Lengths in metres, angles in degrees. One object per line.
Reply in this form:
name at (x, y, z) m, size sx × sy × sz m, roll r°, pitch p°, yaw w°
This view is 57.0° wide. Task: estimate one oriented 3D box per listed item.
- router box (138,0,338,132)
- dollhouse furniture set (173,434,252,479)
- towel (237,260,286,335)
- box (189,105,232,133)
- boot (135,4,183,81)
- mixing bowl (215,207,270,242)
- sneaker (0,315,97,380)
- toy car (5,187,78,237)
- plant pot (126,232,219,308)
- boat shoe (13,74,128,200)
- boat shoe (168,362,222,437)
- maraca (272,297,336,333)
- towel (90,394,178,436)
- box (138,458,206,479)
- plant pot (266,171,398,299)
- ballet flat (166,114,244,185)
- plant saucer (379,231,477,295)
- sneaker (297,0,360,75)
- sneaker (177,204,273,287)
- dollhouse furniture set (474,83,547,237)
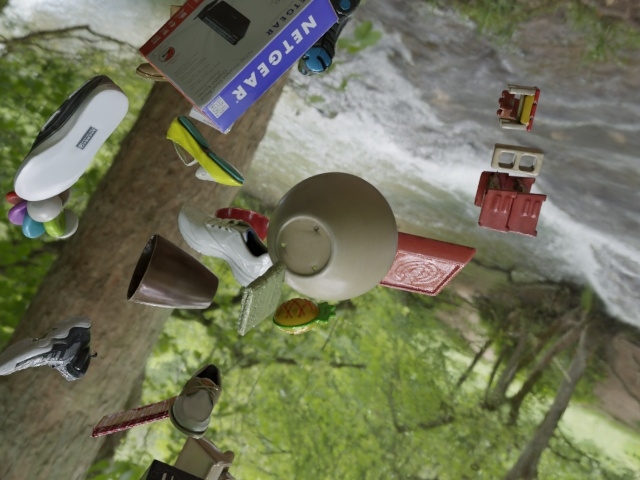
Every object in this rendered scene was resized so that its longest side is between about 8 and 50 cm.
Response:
router box at (-0.179, -0.431, 1.233) m, size 0.301 × 0.335 × 0.082 m, roll 44°, pitch 179°, yaw 35°
dollhouse furniture set at (-0.318, 0.824, 2.012) m, size 0.362 × 0.257 × 0.394 m, roll 27°, pitch 179°, yaw 42°
towel at (-0.113, 0.110, 1.118) m, size 0.027 × 0.110 × 0.148 m, roll 36°, pitch 138°, yaw 18°
box at (-0.301, -0.431, 1.789) m, size 0.130 × 0.171 × 0.091 m, roll 27°, pitch 174°, yaw -16°
boot at (-0.548, -0.725, 2.163) m, size 0.235 × 0.270 × 0.089 m, roll 1°, pitch -150°, yaw -22°
mixing bowl at (-0.238, -0.019, 1.771) m, size 0.181 × 0.098 × 0.181 m, roll 8°, pitch 160°, yaw 3°
sneaker at (-0.710, 0.317, 1.557) m, size 0.101 × 0.268 × 0.153 m, roll 0°, pitch 111°, yaw 38°
toy car at (-0.664, -0.084, 1.383) m, size 0.159 × 0.136 × 0.182 m, roll 95°, pitch 155°, yaw -70°
plant pot at (-0.437, 0.121, 1.799) m, size 0.230 × 0.216 × 0.215 m, roll 25°, pitch 170°, yaw -24°
boat shoe at (-0.524, -0.216, 1.215) m, size 0.102 × 0.301 × 0.108 m, roll 46°, pitch -172°, yaw 35°
boat shoe at (-0.328, 0.418, 1.585) m, size 0.113 × 0.103 × 0.302 m, roll 28°, pitch -175°, yaw -11°
maraca at (-0.047, 0.215, 1.705) m, size 0.185 × 0.099 × 0.127 m, roll -8°, pitch -153°, yaw 3°
towel at (-0.610, 0.582, 1.975) m, size 0.274 × 0.031 × 0.199 m, roll -13°, pitch 180°, yaw -8°
box at (-0.352, 0.647, 1.270) m, size 0.165 × 0.143 × 0.270 m, roll 29°, pitch -151°, yaw -13°
plant pot at (0.000, 0.000, 1.224) m, size 0.284 × 0.284 × 0.191 m, roll 24°, pitch -166°, yaw 17°
ballet flat at (-0.271, -0.188, 1.356) m, size 0.231 × 0.077 × 0.077 m, roll 46°, pitch -168°, yaw 11°
plant saucer at (0.280, 0.081, 1.705) m, size 0.258 × 0.048 × 0.258 m, roll 11°, pitch 147°, yaw -11°
sneaker at (0.013, -0.652, 1.759) m, size 0.125 × 0.341 × 0.139 m, roll 26°, pitch 176°, yaw -18°
sneaker at (-0.217, -0.008, 1.425) m, size 0.297 × 0.111 × 0.129 m, roll 33°, pitch 131°, yaw 12°
dollhouse furniture set at (0.519, -0.218, 1.544) m, size 0.152 × 0.375 × 0.201 m, roll 10°, pitch -156°, yaw 7°
